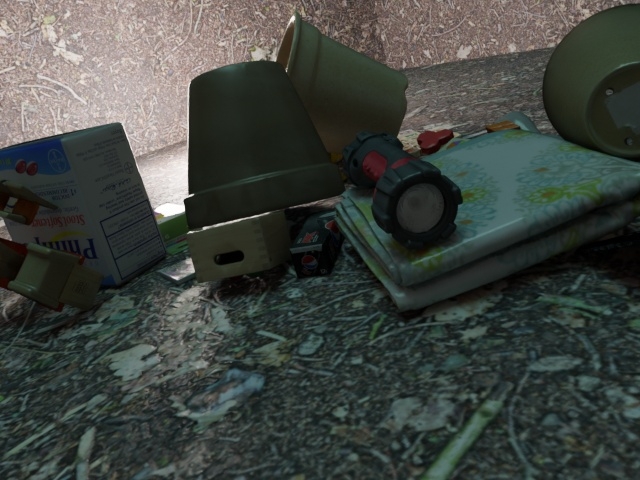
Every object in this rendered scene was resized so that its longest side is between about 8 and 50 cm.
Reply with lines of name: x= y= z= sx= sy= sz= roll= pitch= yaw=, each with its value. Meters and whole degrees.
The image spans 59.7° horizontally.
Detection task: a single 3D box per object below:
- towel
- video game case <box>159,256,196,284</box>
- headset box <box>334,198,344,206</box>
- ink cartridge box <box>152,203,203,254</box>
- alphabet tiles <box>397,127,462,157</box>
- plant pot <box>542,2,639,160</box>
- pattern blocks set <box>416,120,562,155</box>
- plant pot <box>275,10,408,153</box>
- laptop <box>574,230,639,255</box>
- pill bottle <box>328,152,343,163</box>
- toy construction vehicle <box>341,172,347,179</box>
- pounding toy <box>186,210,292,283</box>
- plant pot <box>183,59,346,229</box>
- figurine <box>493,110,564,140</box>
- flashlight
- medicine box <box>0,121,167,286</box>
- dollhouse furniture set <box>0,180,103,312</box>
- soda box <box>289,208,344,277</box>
towel: x=0.225 y=-0.049 z=0.812 sx=0.375 sy=0.090 sz=0.320 roll=-22 pitch=26 yaw=-3
video game case: x=-0.229 y=0.044 z=1.043 sx=0.122 sy=0.011 sz=0.087 roll=-27 pitch=23 yaw=-30
headset box: x=0.072 y=-0.067 z=1.096 sx=0.062 sy=0.032 sz=0.083 roll=0 pitch=26 yaw=38
ink cartridge box: x=-0.336 y=-0.030 z=1.244 sx=0.109 sy=0.062 sz=0.209 roll=-27 pitch=24 yaw=-32
alphabet tiles: x=0.229 y=-0.262 z=1.522 sx=0.278 sy=0.021 sz=0.284 roll=-16 pitch=20 yaw=-5
plant pot: x=0.469 y=-0.223 z=0.851 sx=0.257 sy=0.256 sz=0.274 roll=-5 pitch=19 yaw=26
pattern blocks set: x=0.289 y=-0.153 z=1.075 sx=0.325 sy=0.026 sz=0.285 roll=4 pitch=42 yaw=38
plant pot: x=0.036 y=-0.345 z=1.371 sx=0.306 sy=0.333 sz=0.334 roll=13 pitch=15 yaw=-14
laptop: x=0.453 y=0.032 z=0.590 sx=0.234 sy=0.136 sz=0.264 roll=-14 pitch=-6 yaw=0
pill bottle: x=-0.026 y=-0.238 z=1.518 sx=0.184 sy=0.103 sz=0.103 roll=-26 pitch=22 yaw=-26
toy construction vehicle: x=0.084 y=-0.174 z=1.368 sx=0.098 sy=0.035 sz=0.086 roll=2 pitch=26 yaw=39
pounding toy: x=-0.142 y=0.014 z=0.958 sx=0.181 sy=0.094 sz=0.206 roll=-12 pitch=4 yaw=16
plant pot: x=-0.135 y=-0.190 z=1.104 sx=0.323 sy=0.280 sz=0.323 roll=-13 pitch=6 yaw=1
figurine: x=0.492 y=-0.220 z=1.137 sx=0.215 sy=0.092 sz=0.209 roll=-17 pitch=24 yaw=-2
flashlight: x=0.091 y=-0.083 z=0.773 sx=0.103 sy=0.103 sz=0.304 roll=2 pitch=18 yaw=-12
medicine box: x=-0.489 y=-0.065 z=1.112 sx=0.264 sy=0.289 sz=0.149 roll=-3 pitch=21 yaw=29
dollhouse furniture set: x=-0.530 y=0.046 z=0.968 sx=0.259 sy=0.262 sz=0.135 roll=14 pitch=-14 yaw=22
soda box: x=0.000 y=0.000 z=0.937 sx=0.060 sy=0.053 sz=0.169 roll=-9 pitch=21 yaw=16
